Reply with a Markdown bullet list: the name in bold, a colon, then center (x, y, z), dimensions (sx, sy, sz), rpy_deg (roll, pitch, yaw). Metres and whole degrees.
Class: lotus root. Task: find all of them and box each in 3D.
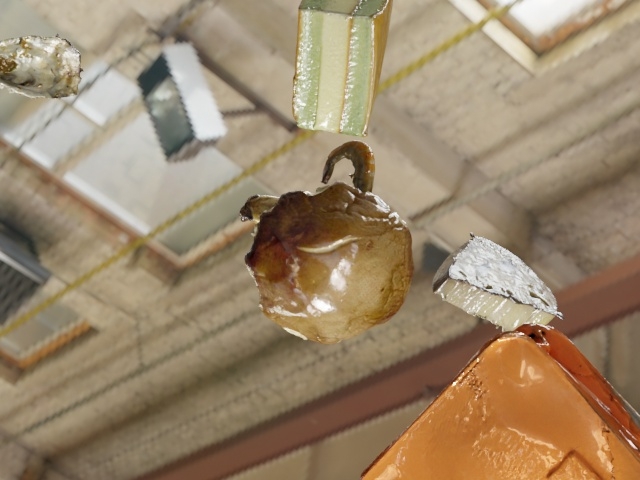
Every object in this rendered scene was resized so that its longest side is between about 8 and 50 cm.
- **lotus root**: center (0.291, 0.072, 2.269), dimensions (0.074, 0.261, 0.170), rpy_deg (-47, -149, 31)

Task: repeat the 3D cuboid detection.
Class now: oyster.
- **oyster**: center (-0.472, -0.277, 2.134), dimensions (0.177, 0.105, 0.056), rpy_deg (-8, -158, -6)

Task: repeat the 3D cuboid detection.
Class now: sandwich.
- **sandwich**: center (0.033, -0.258, 1.823), dimensions (0.144, 0.117, 0.187), rpy_deg (-62, 159, -59)

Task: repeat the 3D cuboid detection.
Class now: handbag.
- **handbag**: center (0.255, 0.340, 1.863), dimensions (0.410, 0.303, 0.116), rpy_deg (-49, 161, 22)

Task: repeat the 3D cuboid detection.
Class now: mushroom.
- **mushroom**: center (0.000, -0.017, 1.888), dimensions (0.233, 0.208, 0.301), rpy_deg (-10, -129, -5)

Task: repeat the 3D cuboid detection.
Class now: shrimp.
- **shrimp**: center (0.044, -0.080, 1.902), dimensions (0.091, 0.025, 0.127), rpy_deg (-20, -111, 30)
